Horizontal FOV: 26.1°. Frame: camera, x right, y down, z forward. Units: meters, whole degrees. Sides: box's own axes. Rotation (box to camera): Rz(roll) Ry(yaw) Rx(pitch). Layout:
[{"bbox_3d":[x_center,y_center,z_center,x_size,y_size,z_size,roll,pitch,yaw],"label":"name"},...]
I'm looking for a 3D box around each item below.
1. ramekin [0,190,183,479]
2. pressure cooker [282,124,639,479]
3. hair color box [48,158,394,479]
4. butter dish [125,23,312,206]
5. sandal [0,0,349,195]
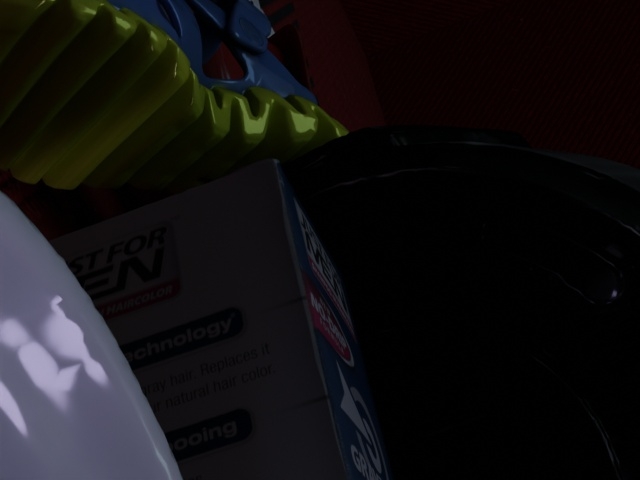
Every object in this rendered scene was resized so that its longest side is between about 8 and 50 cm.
[{"bbox_3d":[-0.116,0.122,0.307,0.277,0.135,0.277,-20,90,-82],"label":"ramekin"},{"bbox_3d":[0.115,0.125,0.848,0.420,0.370,0.375,-6,109,-70],"label":"pressure cooker"},{"bbox_3d":[-0.048,0.154,0.522,0.105,0.174,0.347,59,15,-55],"label":"hair color box"},{"bbox_3d":[-0.093,-0.088,0.971,0.118,0.160,0.160,35,29,-33],"label":"butter dish"},{"bbox_3d":[-0.108,-0.102,0.787,0.317,0.126,0.138,21,41,-59],"label":"sandal"}]
